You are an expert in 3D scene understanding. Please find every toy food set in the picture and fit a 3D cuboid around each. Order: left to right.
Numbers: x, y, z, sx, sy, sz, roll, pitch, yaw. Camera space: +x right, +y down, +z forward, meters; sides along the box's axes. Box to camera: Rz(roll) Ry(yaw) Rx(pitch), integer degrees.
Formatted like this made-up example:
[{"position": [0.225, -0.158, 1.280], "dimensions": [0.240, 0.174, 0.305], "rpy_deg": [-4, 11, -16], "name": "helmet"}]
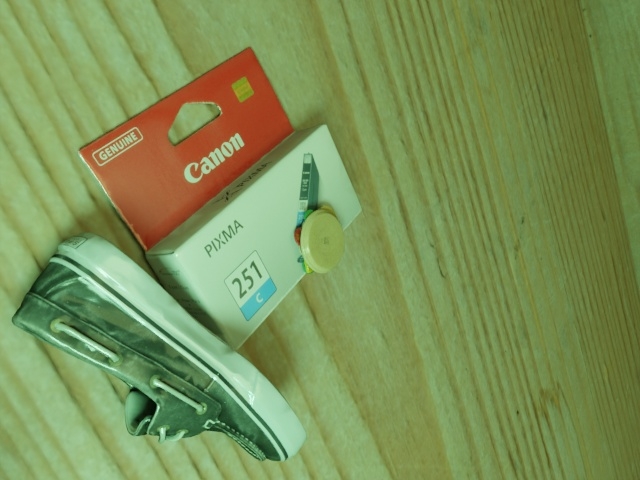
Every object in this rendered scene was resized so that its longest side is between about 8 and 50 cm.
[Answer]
[{"position": [0.000, 0.000, 0.731], "dimensions": [0.082, 0.020, 0.083], "rpy_deg": [-23, 106, -47], "name": "toy food set"}]

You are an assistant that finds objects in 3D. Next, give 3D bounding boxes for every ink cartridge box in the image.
[{"position": [-0.090, -0.065, 0.698], "dimensions": [0.296, 0.066, 0.261], "rpy_deg": [-48, 122, -39], "name": "ink cartridge box"}]

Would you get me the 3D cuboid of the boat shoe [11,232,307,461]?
[{"position": [-0.155, 0.142, 0.588], "dimensions": [0.335, 0.121, 0.119], "rpy_deg": [46, 62, -22], "name": "boat shoe"}]
